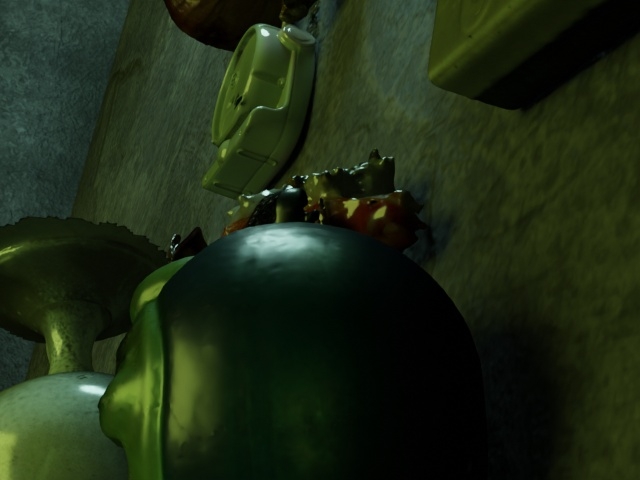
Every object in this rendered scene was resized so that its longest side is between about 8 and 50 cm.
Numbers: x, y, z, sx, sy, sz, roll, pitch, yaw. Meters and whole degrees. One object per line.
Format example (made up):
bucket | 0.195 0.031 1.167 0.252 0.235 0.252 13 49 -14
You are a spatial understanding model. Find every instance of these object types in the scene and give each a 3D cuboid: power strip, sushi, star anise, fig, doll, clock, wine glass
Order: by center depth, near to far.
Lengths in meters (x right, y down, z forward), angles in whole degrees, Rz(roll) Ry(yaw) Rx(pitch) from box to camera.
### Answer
doll | -0.009 0.130 0.612 0.198 0.186 0.322 37 -132 -76
power strip | 0.133 -0.155 0.626 0.257 0.070 0.105 142 143 -64
sushi | 0.001 -0.003 0.853 0.226 0.097 0.103 -13 65 54
wine glass | -0.219 0.172 1.109 0.238 0.238 0.323 -55 39 46
clock | -0.058 -0.144 1.234 0.151 0.062 0.191 134 150 -56
star anise | -0.134 0.071 1.280 0.168 0.057 0.168 -172 90 -70
fig | -0.072 -0.288 1.292 0.201 0.146 0.133 -42 72 44

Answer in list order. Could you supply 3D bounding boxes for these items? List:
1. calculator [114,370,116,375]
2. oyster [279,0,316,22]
calculator | -0.211 0.223 1.332 0.246 0.045 0.141 111 163 -44
oyster | 0.003 -0.271 1.181 0.148 0.051 0.103 -54 17 9
